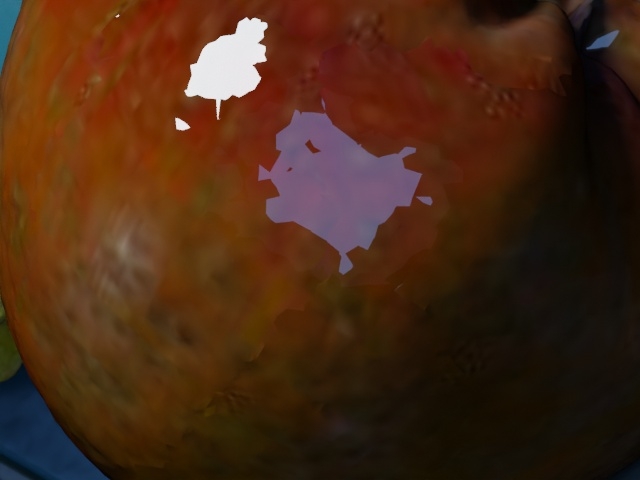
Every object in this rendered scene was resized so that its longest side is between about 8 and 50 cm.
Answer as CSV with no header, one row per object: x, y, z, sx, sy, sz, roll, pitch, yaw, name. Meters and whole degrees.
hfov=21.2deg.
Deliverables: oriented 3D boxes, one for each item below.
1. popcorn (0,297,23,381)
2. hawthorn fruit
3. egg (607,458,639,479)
-0.188,0.005,0.709,0.149,0.167,0.152,8,115,-17,popcorn
0.000,0.000,0.625,0.277,0.277,0.298,39,112,9,hawthorn fruit
0.204,0.140,0.610,0.264,0.183,0.182,-8,88,4,egg
